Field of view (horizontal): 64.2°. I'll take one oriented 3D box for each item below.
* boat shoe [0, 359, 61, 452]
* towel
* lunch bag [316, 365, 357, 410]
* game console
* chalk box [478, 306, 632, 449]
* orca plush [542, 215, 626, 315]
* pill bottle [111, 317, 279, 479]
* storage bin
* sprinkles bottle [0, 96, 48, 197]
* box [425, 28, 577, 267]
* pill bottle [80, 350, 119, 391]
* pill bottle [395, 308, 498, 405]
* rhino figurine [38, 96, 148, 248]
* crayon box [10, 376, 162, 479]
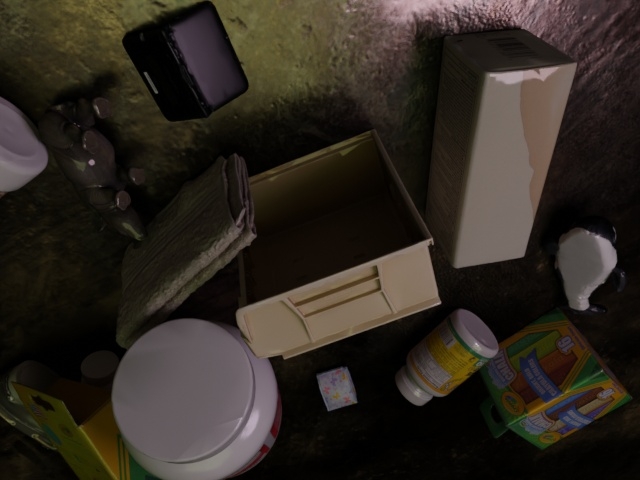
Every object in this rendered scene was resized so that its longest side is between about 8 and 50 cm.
[{"bbox_3d":[-0.504,0.351,0.993,0.091,0.109,0.305,-26,123,10],"label":"boat shoe"},{"bbox_3d":[-0.202,0.009,0.729,0.282,0.187,0.049,-41,128,20],"label":"towel"},{"bbox_3d":[0.036,0.316,1.109,0.071,0.053,0.083,-19,104,4],"label":"lunch bag"},{"bbox_3d":[-0.172,-0.227,0.661,0.107,0.071,0.122,0,134,27],"label":"game console"},{"bbox_3d":[0.475,0.322,1.124,0.289,0.180,0.179,-40,125,18],"label":"chalk box"},{"bbox_3d":[0.521,0.038,0.961,0.102,0.151,0.287,-45,126,-16],"label":"orca plush"},{"bbox_3d":[-0.179,0.259,0.808,0.229,0.229,0.407,-7,157,-6],"label":"pill bottle"},{"bbox_3d":[0.000,0.000,0.716,0.260,0.262,0.123,-20,132,4],"label":"storage bin"},{"bbox_3d":[-0.526,-0.047,0.658,0.355,0.121,0.121,-31,128,13],"label":"sprinkles bottle"},{"bbox_3d":[0.242,-0.125,0.743,0.121,0.148,0.311,-8,131,-6],"label":"box"},{"bbox_3d":[-0.409,0.278,0.969,0.078,0.078,0.137,-1,128,-11],"label":"pill bottle"},{"bbox_3d":[0.254,0.248,1.059,0.118,0.117,0.208,26,118,-28],"label":"pill bottle"},{"bbox_3d":[-0.299,-0.081,0.702,0.106,0.073,0.243,12,136,26],"label":"rhino figurine"},{"bbox_3d":[-0.380,0.356,0.886,0.202,0.081,0.318,-2,119,39],"label":"crayon box"}]
